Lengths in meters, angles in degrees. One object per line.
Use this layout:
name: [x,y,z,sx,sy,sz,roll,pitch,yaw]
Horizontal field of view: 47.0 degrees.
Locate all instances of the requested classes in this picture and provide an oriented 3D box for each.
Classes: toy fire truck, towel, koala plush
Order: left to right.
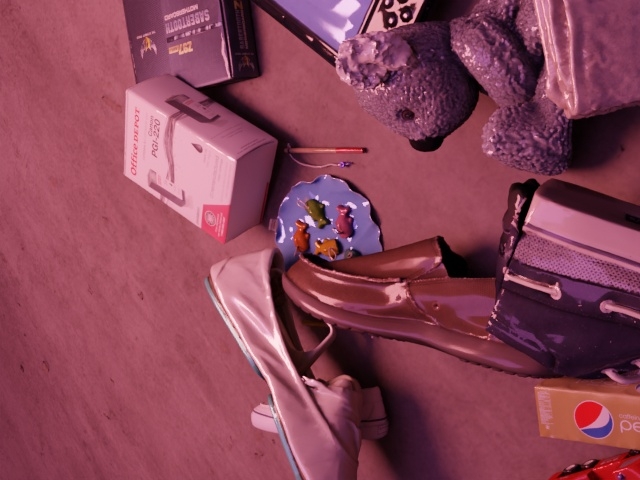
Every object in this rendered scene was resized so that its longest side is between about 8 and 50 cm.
koala plush: [0.134,-0.164,0.726,0.221,0.196,0.203,1,94,19]
toy fire truck: [0.267,0.281,0.781,0.192,0.135,0.047,-36,76,41]
towel: [0.308,-0.212,0.585,0.282,0.049,0.187,-11,95,2]

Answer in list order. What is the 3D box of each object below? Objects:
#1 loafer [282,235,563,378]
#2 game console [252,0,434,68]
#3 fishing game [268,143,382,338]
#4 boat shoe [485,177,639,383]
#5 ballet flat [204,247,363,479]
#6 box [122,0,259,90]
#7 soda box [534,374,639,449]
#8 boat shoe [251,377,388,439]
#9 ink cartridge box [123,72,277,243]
loafer: [0.124,0.058,0.876,0.365,0.134,0.130,12,90,28]
game console: [-0.023,-0.330,0.807,0.293,0.173,0.250,44,128,24]
fishing game: [0.000,0.000,1.018,0.189,0.041,0.264,7,105,38]
boat shoe: [0.316,0.069,0.666,0.340,0.127,0.158,24,115,21]
ballet flat: [-0.023,0.176,0.969,0.139,0.139,0.400,-47,62,38]
box: [-0.201,-0.316,1.106,0.232,0.059,0.183,0,102,42]
soda box: [0.319,0.176,0.759,0.181,0.061,0.058,-2,99,42]
boat shoe: [-0.003,0.236,1.061,0.226,0.083,0.076,-4,87,30]
ink cartridge box: [-0.182,-0.122,1.076,0.218,0.092,0.159,34,134,22]
